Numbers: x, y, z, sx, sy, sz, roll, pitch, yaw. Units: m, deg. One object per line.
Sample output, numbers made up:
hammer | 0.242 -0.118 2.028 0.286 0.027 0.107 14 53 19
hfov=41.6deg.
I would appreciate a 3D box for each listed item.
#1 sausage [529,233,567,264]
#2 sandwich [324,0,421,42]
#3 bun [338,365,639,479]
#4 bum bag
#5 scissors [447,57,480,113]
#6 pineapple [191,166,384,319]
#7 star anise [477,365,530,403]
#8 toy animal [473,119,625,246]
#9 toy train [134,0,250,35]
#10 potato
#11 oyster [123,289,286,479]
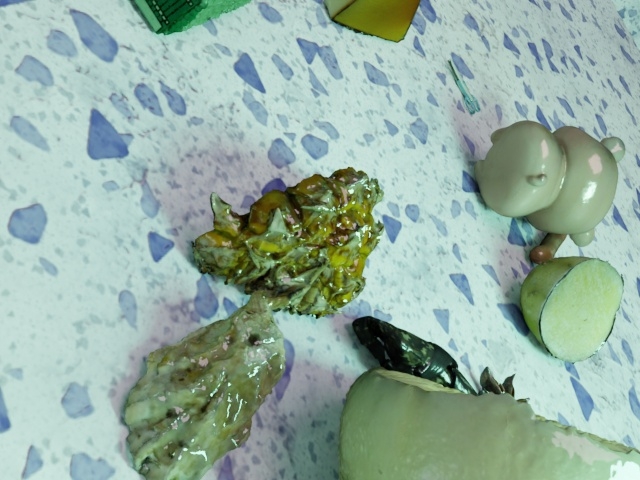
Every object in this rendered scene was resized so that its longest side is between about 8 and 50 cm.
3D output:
sausage | 0.438 0.004 1.602 0.043 0.043 0.186 57 37 -3
sandwich | 0.125 -0.418 1.435 0.193 0.162 0.058 2 60 -50
bun | 0.178 0.267 0.889 0.364 0.364 0.202 23 79 -39
bum bag | 0.144 0.170 1.101 0.248 0.102 0.069 35 72 -27
scissors | 0.281 -0.304 1.660 0.058 0.014 0.119 -32 94 -55
pineapple | 0.002 0.005 0.997 0.334 0.161 0.158 -4 70 -52
star anise | 0.272 0.252 1.230 0.141 0.042 0.141 28 44 -31
toy animal | 0.410 -0.118 1.516 0.229 0.210 0.221 29 17 29
toy train | -0.161 -0.378 1.112 0.154 0.115 0.269 51 36 -6
potato | 0.413 0.102 1.444 0.202 0.182 0.117 36 -1 -38
oyster | -0.102 0.148 0.827 0.209 0.072 0.133 -29 86 -40
